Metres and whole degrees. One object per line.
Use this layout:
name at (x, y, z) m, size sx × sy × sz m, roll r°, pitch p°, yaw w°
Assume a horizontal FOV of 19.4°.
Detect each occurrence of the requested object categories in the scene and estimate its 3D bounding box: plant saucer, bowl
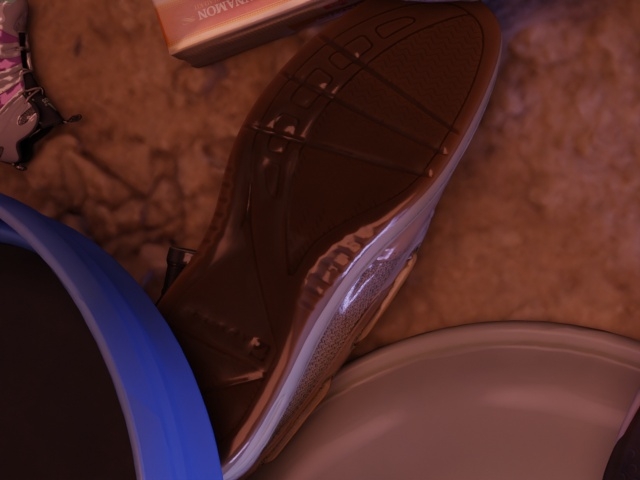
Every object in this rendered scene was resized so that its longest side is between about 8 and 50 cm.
plant saucer at (0.099, 0.242, 0.974) m, size 0.400 × 0.100 × 0.401 m, roll 0°, pitch 89°, yaw 13°
bowl at (-0.203, 0.162, 0.974) m, size 0.391 × 0.077 × 0.391 m, roll -4°, pitch 84°, yaw 39°

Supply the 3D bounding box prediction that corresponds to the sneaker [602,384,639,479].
sneaker at (0.224, 0.031, 0.930) m, size 0.090 × 0.145 × 0.270 m, roll 25°, pitch 103°, yaw 4°

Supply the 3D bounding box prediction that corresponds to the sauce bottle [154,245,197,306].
sauce bottle at (-0.085, 0.068, 1.044) m, size 0.042 × 0.042 × 0.128 m, roll 10°, pitch 92°, yaw 12°

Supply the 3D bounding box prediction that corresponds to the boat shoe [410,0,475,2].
boat shoe at (0.021, -0.164, 0.932) m, size 0.258 × 0.084 × 0.095 m, roll -8°, pitch 88°, yaw 9°

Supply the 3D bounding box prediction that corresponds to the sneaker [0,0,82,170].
sneaker at (-0.166, -0.088, 1.067) m, size 0.069 × 0.038 × 0.098 m, roll 22°, pitch 103°, yaw 10°

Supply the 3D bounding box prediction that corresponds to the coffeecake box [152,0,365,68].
coffeecake box at (-0.038, -0.207, 1.022) m, size 0.142 × 0.068 × 0.186 m, roll -19°, pitch 86°, yaw 10°

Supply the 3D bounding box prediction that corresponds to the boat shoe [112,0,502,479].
boat shoe at (0.000, 0.000, 1.001) m, size 0.109 × 0.098 × 0.302 m, roll 28°, pitch 83°, yaw 20°
